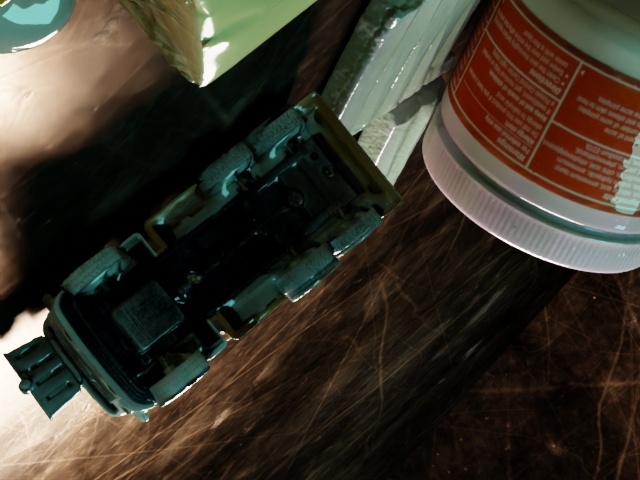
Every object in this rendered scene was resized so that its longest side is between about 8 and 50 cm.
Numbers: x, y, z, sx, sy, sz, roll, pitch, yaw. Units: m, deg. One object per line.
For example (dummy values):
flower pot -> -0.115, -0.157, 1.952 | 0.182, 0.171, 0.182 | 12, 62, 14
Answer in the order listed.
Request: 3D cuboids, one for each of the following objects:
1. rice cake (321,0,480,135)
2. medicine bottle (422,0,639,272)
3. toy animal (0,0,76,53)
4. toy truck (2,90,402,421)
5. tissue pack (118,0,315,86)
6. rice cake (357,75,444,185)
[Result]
rice cake -> 0.078, -0.177, 1.599 | 0.189, 0.037, 0.198 | -35, 163, -30
medicine bottle -> 0.251, -0.137, 1.683 | 0.252, 0.252, 0.240 | -24, 146, -52
toy animal -> -0.169, -0.165, 0.771 | 0.325, 0.154, 0.208 | -58, 154, -34
toy truck -> -0.108, 0.034, 1.523 | 0.338, 0.133, 0.184 | -39, -179, -24
tissue pack -> -0.021, -0.219, 1.041 | 0.234, 0.125, 0.159 | -39, 165, -14
rice cake -> 0.061, -0.082, 1.811 | 0.080, 0.042, 0.221 | -39, 164, -34
